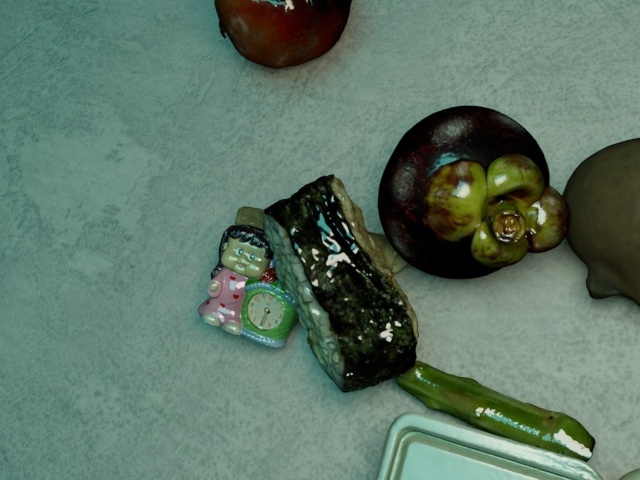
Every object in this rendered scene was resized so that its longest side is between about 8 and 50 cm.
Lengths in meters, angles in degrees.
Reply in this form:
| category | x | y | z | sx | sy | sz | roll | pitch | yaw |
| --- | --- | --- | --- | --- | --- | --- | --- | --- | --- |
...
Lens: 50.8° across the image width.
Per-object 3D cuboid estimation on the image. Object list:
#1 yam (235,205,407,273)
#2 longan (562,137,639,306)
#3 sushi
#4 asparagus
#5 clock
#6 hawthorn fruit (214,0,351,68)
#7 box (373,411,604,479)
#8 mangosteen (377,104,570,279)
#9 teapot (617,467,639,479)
| category | x | y | z | sx | sy | sz | roll | pitch | yaw |
| --- | --- | --- | --- | --- | --- | --- | --- | --- | --- |
| yam | 0.000 | 0.000 | 1.289 | 0.357 | 0.081 | 0.081 | 12 | 76 | 23 |
| longan | 0.519 | -0.027 | 1.036 | 0.300 | 0.243 | 0.300 | -10 | 70 | 28 |
| sushi | 0.036 | 0.074 | 1.119 | 0.171 | 0.211 | 0.350 | -25 | 90 | -14 |
| asparagus | 0.271 | 0.276 | 1.101 | 0.343 | 0.085 | 0.082 | 18 | 92 | 29 |
| clock | -0.115 | 0.080 | 1.256 | 0.194 | 0.100 | 0.195 | 20 | 97 | 8 |
| hawthorn fruit | -0.067 | -0.502 | 1.377 | 0.316 | 0.316 | 0.316 | -6 | 70 | 16 |
| box | 0.253 | 0.384 | 1.013 | 0.312 | 0.182 | 0.175 | 12 | 76 | 22 |
| mangosteen | 0.255 | -0.073 | 1.109 | 0.313 | 0.297 | 0.297 | 12 | 76 | 33 |
| teapot | 0.504 | 0.473 | 0.917 | 0.220 | 0.149 | 0.318 | -10 | 67 | 6 |
